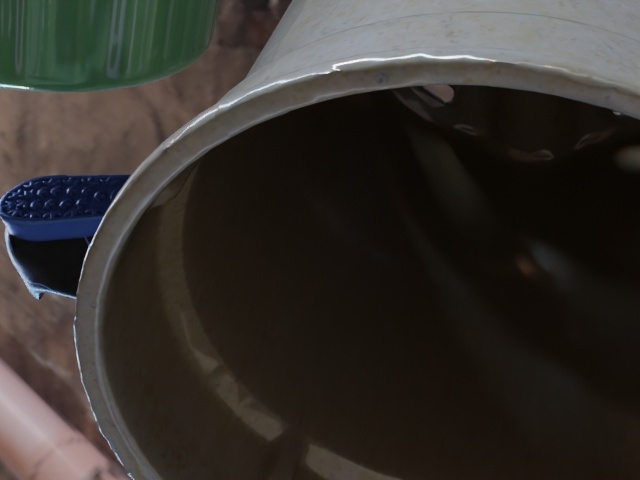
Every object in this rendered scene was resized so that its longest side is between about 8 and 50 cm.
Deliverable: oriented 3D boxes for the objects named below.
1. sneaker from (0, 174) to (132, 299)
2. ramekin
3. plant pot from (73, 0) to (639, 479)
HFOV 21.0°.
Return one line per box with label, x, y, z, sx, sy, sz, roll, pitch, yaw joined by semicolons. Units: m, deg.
sneaker;-0.118;0.006;1.254;0.081;0.232;0.090;-66;-27;-47
ramekin;-0.210;-0.226;1.306;0.303;0.303;0.148;-12;-58;-35
plant pot;0.088;-0.033;0.802;0.305;0.334;0.333;-75;-23;-48
